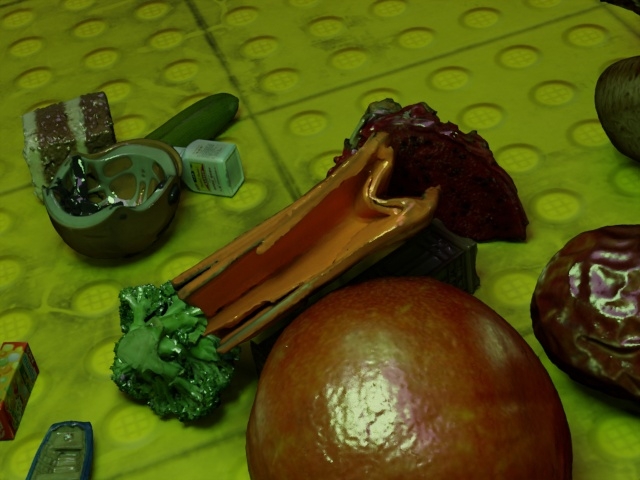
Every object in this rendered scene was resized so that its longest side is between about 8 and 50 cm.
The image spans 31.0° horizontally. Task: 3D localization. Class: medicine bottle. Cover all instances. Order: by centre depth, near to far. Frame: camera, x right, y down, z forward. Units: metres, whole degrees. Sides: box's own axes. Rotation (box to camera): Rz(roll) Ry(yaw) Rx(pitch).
[{"bbox_3d":[-0.186,-0.116,1.809,0.118,0.074,0.055,10,45,22],"label":"medicine bottle"}]

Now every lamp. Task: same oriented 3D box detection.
[{"bbox_3d":[0.064,0.097,1.497,0.325,0.090,0.089,-34,46,-24],"label":"lamp"}]

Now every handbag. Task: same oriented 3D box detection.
[{"bbox_3d":[0.000,0.000,1.381,0.303,0.116,0.410,-36,-1,7],"label":"handbag"}]

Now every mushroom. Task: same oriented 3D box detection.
[{"bbox_3d":[0.565,-0.254,1.625,0.331,0.356,0.334,13,-3,-11],"label":"mushroom"}]

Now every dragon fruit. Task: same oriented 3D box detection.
[{"bbox_3d":[0.144,-0.122,1.643,0.317,0.205,0.152,4,42,15],"label":"dragon fruit"}]

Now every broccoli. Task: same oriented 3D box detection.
[{"bbox_3d":[-0.189,0.137,1.460,0.195,0.195,0.156,7,11,20],"label":"broccoli"}]

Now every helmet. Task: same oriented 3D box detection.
[{"bbox_3d":[-0.302,-0.050,1.717,0.198,0.130,0.224,16,37,22],"label":"helmet"}]

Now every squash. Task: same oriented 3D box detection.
[{"bbox_3d":[-0.234,-0.168,1.887,0.069,0.069,0.258,26,52,35],"label":"squash"}]

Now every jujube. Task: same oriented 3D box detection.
[{"bbox_3d":[0.411,0.117,1.321,0.342,0.216,0.216,34,56,23],"label":"jujube"}]

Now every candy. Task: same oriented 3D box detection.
[{"bbox_3d":[-0.408,0.196,1.505,0.038,0.062,0.122,-1,41,9],"label":"candy"}]

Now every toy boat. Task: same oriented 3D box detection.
[{"bbox_3d":[-0.316,0.311,1.364,0.080,0.046,0.229,-4,41,6],"label":"toy boat"}]

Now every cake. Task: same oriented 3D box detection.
[{"bbox_3d":[-0.399,-0.148,1.850,0.147,0.134,0.135,-9,38,-8],"label":"cake"}]

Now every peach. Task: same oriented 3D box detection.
[{"bbox_3d":[0.093,0.217,1.195,0.290,0.372,0.372,-35,30,29],"label":"peach"}]
